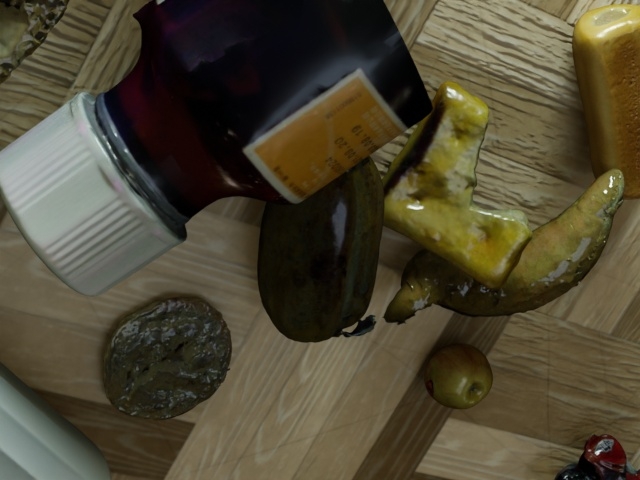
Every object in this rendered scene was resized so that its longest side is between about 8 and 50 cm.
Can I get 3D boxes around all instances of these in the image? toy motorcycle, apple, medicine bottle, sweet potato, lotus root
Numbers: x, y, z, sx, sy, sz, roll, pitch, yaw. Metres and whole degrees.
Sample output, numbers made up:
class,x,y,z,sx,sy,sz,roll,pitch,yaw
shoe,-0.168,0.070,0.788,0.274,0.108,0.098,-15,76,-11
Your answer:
class,x,y,z,sx,sy,sz,roll,pitch,yaw
toy motorcycle,0.377,0.314,2.274,0.213,0.082,0.122,21,109,-49
apple,0.164,0.163,2.054,0.084,0.071,0.084,-16,128,-21
medicine bottle,-0.110,-0.123,1.618,0.395,0.242,0.242,-29,131,7
sweet potato,0.214,0.030,1.964,0.310,0.098,0.124,-23,137,0
lotus root,0.000,0.000,1.824,0.124,0.123,0.241,-29,134,-48

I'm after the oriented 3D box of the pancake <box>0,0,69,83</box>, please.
class,x,y,z,sx,sy,sz,roll,pitch,yaw
pancake,-0.380,-0.255,1.467,0.387,0.082,0.387,-13,129,-17

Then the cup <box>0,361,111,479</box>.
class,x,y,z,sx,sy,sz,roll,pitch,yaw
cup,-0.408,0.235,1.704,0.323,0.237,0.327,-19,135,21

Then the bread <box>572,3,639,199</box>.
class,x,y,z,sx,sy,sz,roll,pitch,yaw
bread,0.333,-0.154,1.935,0.092,0.074,0.239,-22,129,-8

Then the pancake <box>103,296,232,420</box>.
class,x,y,z,sx,sy,sz,roll,pitch,yaw
pancake,-0.167,0.127,1.879,0.158,0.028,0.158,-12,124,-18

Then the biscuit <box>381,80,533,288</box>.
class,x,y,z,sx,sy,sz,roll,pitch,yaw
biscuit,0.161,-0.053,1.875,0.183,0.039,0.174,35,102,-3
